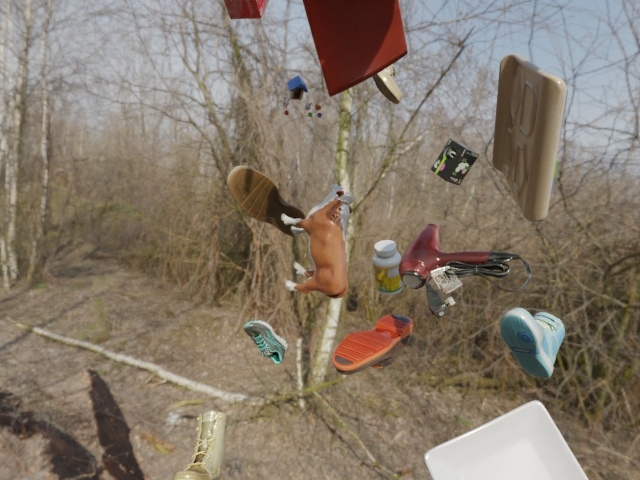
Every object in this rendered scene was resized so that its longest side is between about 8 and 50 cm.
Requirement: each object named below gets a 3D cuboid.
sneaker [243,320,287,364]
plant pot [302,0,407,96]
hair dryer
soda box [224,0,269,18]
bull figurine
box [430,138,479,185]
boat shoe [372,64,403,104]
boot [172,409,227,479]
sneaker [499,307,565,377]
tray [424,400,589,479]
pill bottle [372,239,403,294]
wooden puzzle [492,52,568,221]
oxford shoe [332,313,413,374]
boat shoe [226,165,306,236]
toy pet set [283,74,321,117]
[{"bbox_3d":[-0.154,0.292,1.216,0.166,0.065,0.076,44,23,-29],"label":"sneaker"},{"bbox_3d":[0.107,-0.592,1.200,0.236,0.267,0.267,-13,29,11],"label":"plant pot"},{"bbox_3d":[0.284,0.053,0.934,0.224,0.080,0.293,-18,34,-5],"label":"hair dryer"},{"bbox_3d":[-0.200,-0.654,0.987,0.092,0.083,0.263,6,-26,12],"label":"soda box"},{"bbox_3d":[0.000,0.000,1.142,0.188,0.310,0.101,-3,-6,22],"label":"bull figurine"},{"bbox_3d":[0.309,-0.180,0.986,0.052,0.083,0.062,10,29,-37],"label":"box"},{"bbox_3d":[0.266,-0.713,1.797,0.098,0.302,0.109,-33,-10,1],"label":"boat shoe"},{"bbox_3d":[-0.310,0.555,1.130,0.095,0.203,0.262,-3,-31,6],"label":"boot"},{"bbox_3d":[0.716,0.288,1.434,0.127,0.208,0.319,6,-43,48],"label":"sneaker"},{"bbox_3d":[0.224,0.314,0.413,0.145,0.270,0.030,-21,-25,-8],"label":"tray"},{"bbox_3d":[0.273,0.109,1.742,0.117,0.208,0.117,-8,30,5],"label":"pill bottle"},{"bbox_3d":[0.506,-0.260,1.028,0.080,0.322,0.348,-4,30,8],"label":"wooden puzzle"},{"bbox_3d":[0.125,0.251,0.948,0.097,0.098,0.271,14,18,40],"label":"oxford shoe"},{"bbox_3d":[-0.180,-0.124,1.323,0.123,0.123,0.342,29,-3,41],"label":"boat shoe"},{"bbox_3d":[-0.057,-0.449,1.327,0.122,0.114,0.065,-3,-31,-20],"label":"toy pet set"}]
